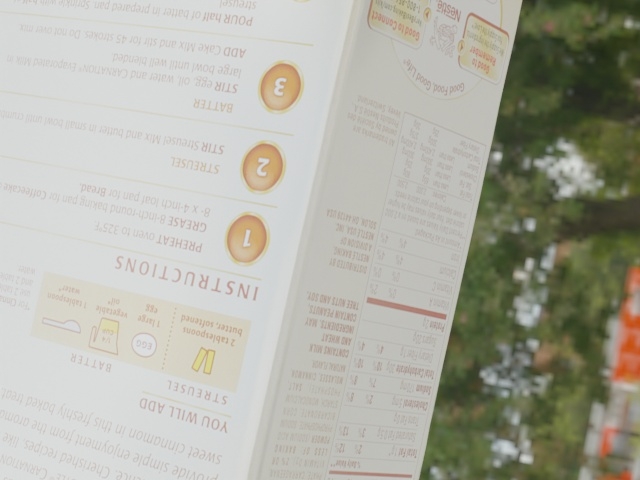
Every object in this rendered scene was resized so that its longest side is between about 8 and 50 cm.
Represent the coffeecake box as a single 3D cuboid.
[{"bbox_3d":[-0.042,0.003,0.382,0.068,0.142,0.185,15,-93,-54],"label":"coffeecake box"}]
